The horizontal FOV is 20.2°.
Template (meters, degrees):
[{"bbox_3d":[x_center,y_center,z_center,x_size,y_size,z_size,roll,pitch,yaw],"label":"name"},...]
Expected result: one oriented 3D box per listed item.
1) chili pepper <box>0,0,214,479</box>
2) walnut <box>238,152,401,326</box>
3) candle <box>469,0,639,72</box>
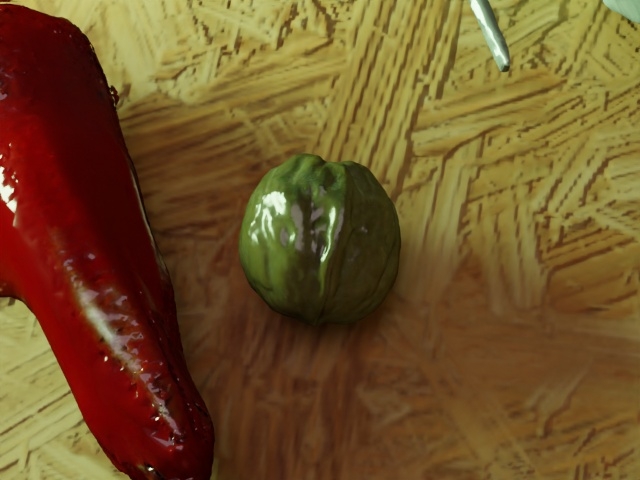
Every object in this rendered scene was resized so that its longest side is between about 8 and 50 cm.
[{"bbox_3d":[-0.140,-0.020,0.955,0.110,0.110,0.387,-25,61,-2],"label":"chili pepper"},{"bbox_3d":[0.000,0.000,0.930,0.092,0.092,0.092,-5,61,9],"label":"walnut"},{"bbox_3d":[0.201,-0.246,0.941,0.342,0.221,0.221,-25,60,-2],"label":"candle"}]
